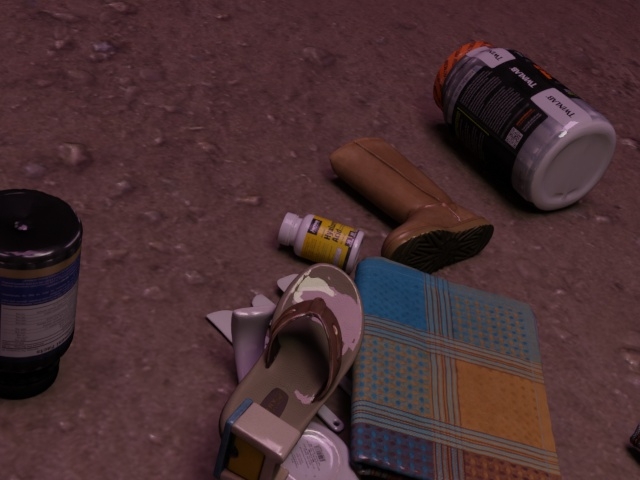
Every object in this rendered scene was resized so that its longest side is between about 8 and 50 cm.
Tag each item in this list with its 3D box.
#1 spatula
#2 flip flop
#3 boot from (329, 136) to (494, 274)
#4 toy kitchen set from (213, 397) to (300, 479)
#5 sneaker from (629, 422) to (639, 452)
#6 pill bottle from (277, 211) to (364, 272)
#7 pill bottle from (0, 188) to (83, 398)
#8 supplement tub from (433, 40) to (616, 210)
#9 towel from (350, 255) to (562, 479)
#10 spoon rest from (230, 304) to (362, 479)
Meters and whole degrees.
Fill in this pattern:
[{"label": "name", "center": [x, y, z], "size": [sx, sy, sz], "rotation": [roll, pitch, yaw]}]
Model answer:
[{"label": "spatula", "center": [-0.009, 0.137, 1.223], "size": [0.168, 0.019, 0.242], "rotation": [-21, 49, -41]}, {"label": "flip flop", "center": [-0.022, 0.124, 1.049], "size": [0.112, 0.080, 0.277], "rotation": [30, 46, 5]}, {"label": "boot", "center": [0.104, -0.058, 1.479], "size": [0.236, 0.089, 0.269], "rotation": [-8, 40, -45]}, {"label": "toy kitchen set", "center": [-0.128, 0.263, 0.881], "size": [0.122, 0.166, 0.207], "rotation": [25, 36, 13]}, {"label": "sneaker", "center": [0.479, 0.227, 1.230], "size": [0.087, 0.083, 0.221], "rotation": [34, 37, 32]}, {"label": "pill bottle", "center": [0.000, 0.000, 1.372], "size": [0.116, 0.065, 0.065], "rotation": [18, 36, 6]}, {"label": "pill bottle", "center": [-0.327, 0.064, 1.032], "size": [0.123, 0.219, 0.123], "rotation": [10, 36, -8]}, {"label": "supplement tub", "center": [0.348, -0.212, 1.675], "size": [0.193, 0.193, 0.316], "rotation": [-10, 43, -31]}, {"label": "towel", "center": [0.164, 0.174, 1.195], "size": [0.271, 0.040, 0.370], "rotation": [18, 36, -9]}, {"label": "spoon rest", "center": [-0.042, 0.208, 1.082], "size": [0.137, 0.084, 0.276], "rotation": [-5, 54, -24]}]
